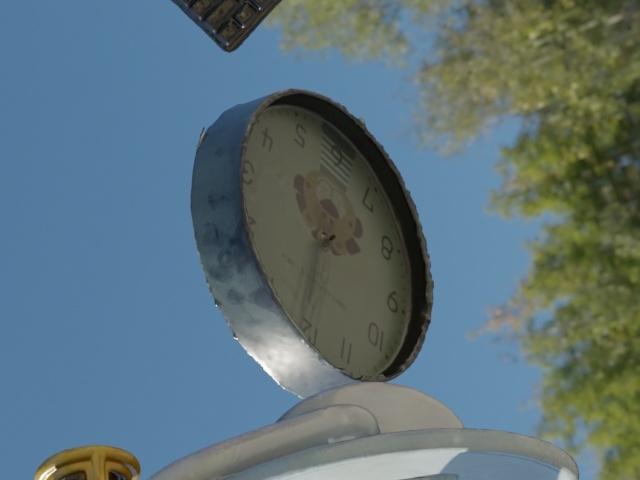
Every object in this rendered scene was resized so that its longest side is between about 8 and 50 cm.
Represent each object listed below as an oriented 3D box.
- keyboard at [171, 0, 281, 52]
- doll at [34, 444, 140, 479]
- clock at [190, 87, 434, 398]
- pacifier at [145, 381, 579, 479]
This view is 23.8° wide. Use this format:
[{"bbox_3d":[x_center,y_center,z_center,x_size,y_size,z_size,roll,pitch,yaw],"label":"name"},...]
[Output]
[{"bbox_3d":[0.005,-0.275,1.058,0.101,0.310,0.018,44,-170,-3],"label":"keyboard"},{"bbox_3d":[-0.083,0.153,0.632,0.084,0.073,0.127,23,-138,-40],"label":"doll"},{"bbox_3d":[-0.001,0.000,1.470,0.312,0.061,0.312,31,-132,-42],"label":"clock"},{"bbox_3d":[0.019,0.191,0.740,0.279,0.227,0.207,86,172,-61],"label":"pacifier"}]
